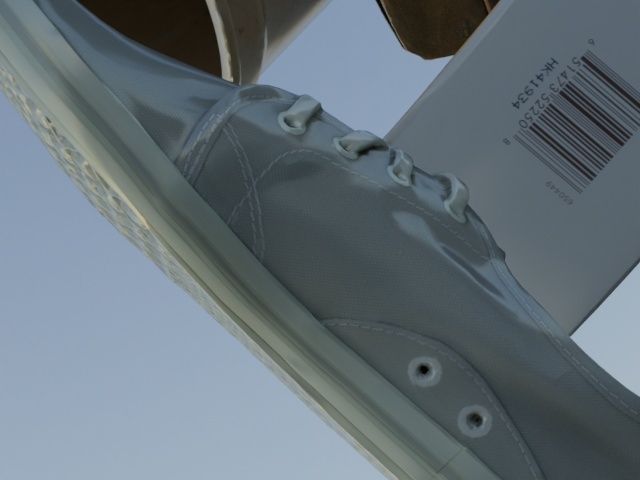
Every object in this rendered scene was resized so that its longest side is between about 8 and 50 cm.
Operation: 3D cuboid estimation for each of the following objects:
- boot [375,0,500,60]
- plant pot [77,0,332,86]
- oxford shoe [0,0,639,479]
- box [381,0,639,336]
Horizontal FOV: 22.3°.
[{"bbox_3d":[0.073,-0.309,1.465,0.115,0.305,0.112,-22,9,5],"label":"boot"},{"bbox_3d":[-0.098,-0.266,1.314,0.305,0.334,0.334,-40,-22,-34],"label":"plant pot"},{"bbox_3d":[0.000,0.000,0.782,0.130,0.449,0.169,-49,-2,-5],"label":"oxford shoe"},{"bbox_3d":[0.183,-0.098,1.110,0.215,0.168,0.345,-50,-3,14],"label":"box"}]
